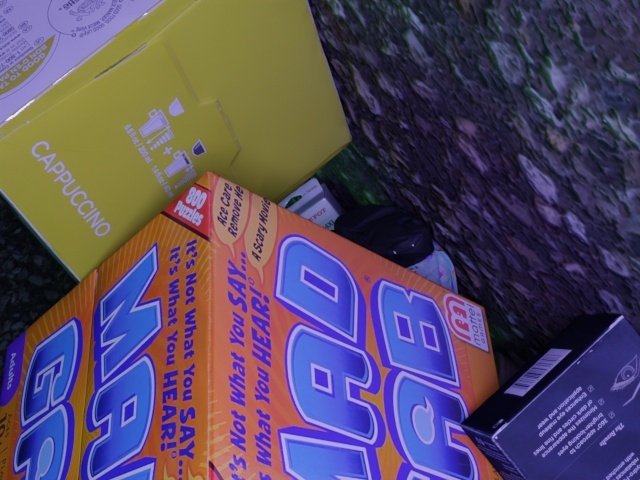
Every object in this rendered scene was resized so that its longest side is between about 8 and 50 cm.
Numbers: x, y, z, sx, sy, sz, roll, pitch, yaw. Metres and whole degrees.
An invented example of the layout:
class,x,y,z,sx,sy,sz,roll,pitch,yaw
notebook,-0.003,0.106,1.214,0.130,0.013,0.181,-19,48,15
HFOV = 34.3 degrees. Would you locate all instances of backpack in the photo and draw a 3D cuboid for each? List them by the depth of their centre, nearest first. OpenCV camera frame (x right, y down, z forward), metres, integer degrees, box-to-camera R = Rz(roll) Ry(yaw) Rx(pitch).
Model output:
class,x,y,z,sx,sy,sz,roll,pitch,yaw
backpack,0.090,0.059,1.175,0.152,0.115,0.182,43,152,60

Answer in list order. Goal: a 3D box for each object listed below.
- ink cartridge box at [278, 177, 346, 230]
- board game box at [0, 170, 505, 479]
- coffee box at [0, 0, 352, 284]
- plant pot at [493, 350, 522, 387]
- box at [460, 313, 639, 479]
class,x,y,z,sx,sy,sz,roll,pitch,yaw
ink cartridge box,0.000,0.000,1.366,0.143,0.092,0.090,52,-172,-13
board game box,-0.067,0.228,0.959,0.357,0.356,0.356,26,-137,-34
coffee box,-0.220,-0.180,1.066,0.334,0.338,0.337,43,167,32
plant pot,0.229,0.336,1.185,0.280,0.323,0.323,34,168,1
box,0.236,0.172,0.898,0.158,0.156,0.093,51,169,-4
